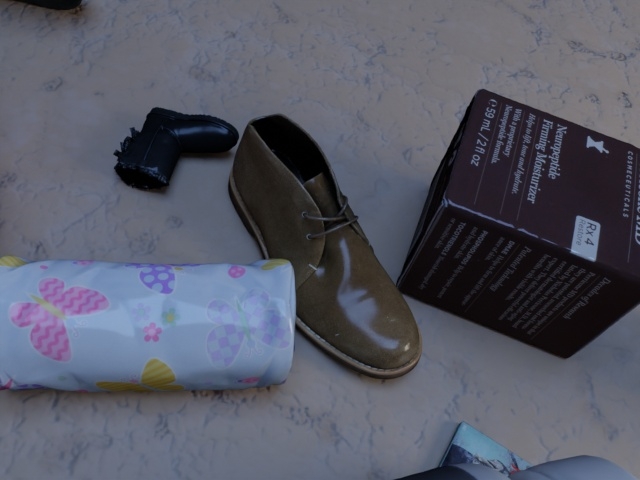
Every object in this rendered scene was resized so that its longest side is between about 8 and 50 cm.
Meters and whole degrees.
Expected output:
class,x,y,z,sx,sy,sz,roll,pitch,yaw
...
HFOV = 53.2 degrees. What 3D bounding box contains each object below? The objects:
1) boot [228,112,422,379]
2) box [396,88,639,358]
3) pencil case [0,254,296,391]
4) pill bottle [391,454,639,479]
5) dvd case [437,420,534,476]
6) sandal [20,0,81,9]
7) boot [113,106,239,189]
class,x,y,z,sx,sy,sz,roll,pitch,yaw
boot,0.000,0.000,0.644,0.112,0.115,0.305,-26,66,-26
box,0.211,-0.015,0.659,0.203,0.167,0.168,21,56,3
pencil case,-0.153,0.070,0.567,0.273,0.113,0.124,0,63,-10
pill bottle,0.053,0.268,0.422,0.361,0.204,0.204,-8,59,-16
dvd case,0.163,0.233,0.581,0.119,0.013,0.087,33,57,10
sandal,-0.513,-0.348,0.754,0.446,0.167,0.107,11,73,-3
boot,-0.163,-0.099,0.718,0.121,0.045,0.099,14,53,7
